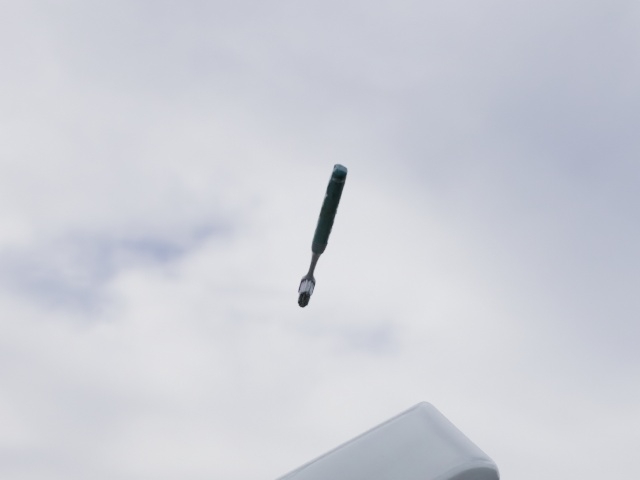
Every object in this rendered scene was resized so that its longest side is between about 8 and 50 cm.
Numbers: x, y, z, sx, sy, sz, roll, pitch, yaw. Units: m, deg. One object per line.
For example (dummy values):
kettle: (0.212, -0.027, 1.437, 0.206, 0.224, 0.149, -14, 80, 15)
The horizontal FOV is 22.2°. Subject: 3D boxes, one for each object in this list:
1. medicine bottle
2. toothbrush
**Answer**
medicine bottle: (-0.023, 0.215, 1.008, 0.296, 0.111, 0.161, -20, -39, -41)
toothbrush: (0.000, 0.000, 1.028, 0.011, 0.014, 0.167, 13, -31, -2)
